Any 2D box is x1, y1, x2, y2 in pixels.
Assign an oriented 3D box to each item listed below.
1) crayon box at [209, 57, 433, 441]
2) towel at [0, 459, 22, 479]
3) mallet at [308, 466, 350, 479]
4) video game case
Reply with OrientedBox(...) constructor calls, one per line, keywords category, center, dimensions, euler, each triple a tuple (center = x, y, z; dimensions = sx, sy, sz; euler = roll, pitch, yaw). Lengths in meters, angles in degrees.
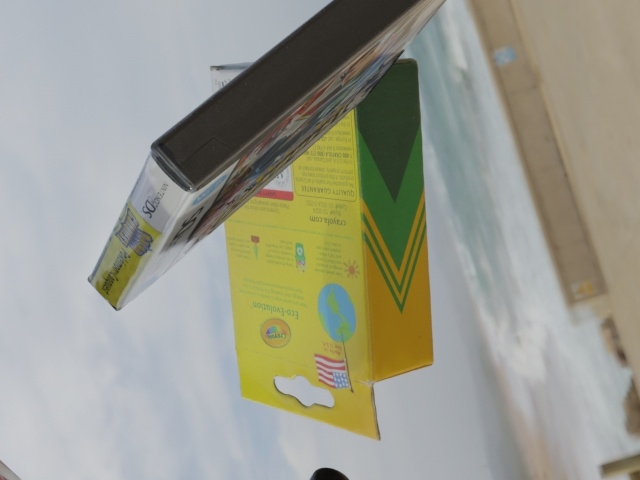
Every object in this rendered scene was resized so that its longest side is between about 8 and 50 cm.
OrientedBox(category="crayon box", center=(0.000, 0.000, 1.069), dimensions=(0.202, 0.081, 0.318), euler=(10, 107, 49))
OrientedBox(category="towel", center=(-0.200, 0.190, 0.748), dimensions=(0.329, 0.037, 0.237), euler=(40, 166, 50))
OrientedBox(category="mallet", center=(0.056, 0.265, 0.972), dimensions=(0.189, 0.062, 0.039), euler=(39, -150, 13))
OrientedBox(category="video game case", center=(-0.022, -0.081, 0.767), dimensions=(0.035, 0.275, 0.248), euler=(47, 154, 1))
